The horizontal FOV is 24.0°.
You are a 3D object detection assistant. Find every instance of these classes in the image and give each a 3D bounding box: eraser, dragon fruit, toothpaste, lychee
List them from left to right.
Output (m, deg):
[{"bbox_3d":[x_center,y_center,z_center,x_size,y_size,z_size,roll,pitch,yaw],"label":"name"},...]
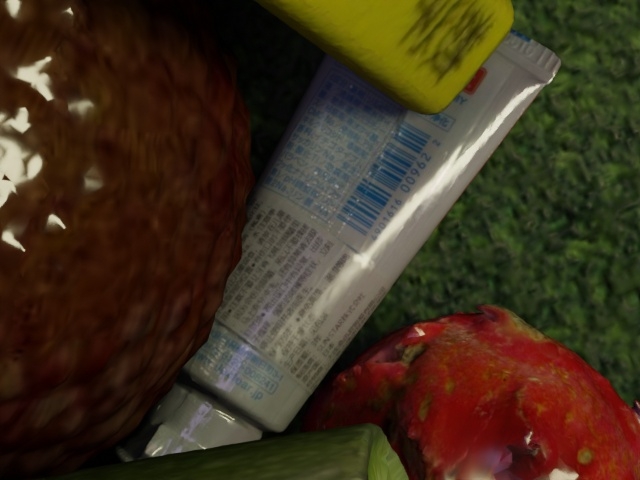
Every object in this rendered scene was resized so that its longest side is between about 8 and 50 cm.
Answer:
[{"bbox_3d":[-0.155,-0.026,0.529,0.261,0.260,0.260,0,91,7],"label":"lychee"},{"bbox_3d":[-0.023,-0.126,0.516,0.158,0.226,0.069,39,97,17],"label":"eraser"},{"bbox_3d":[0.000,0.000,0.610,0.089,0.057,0.234,32,87,7],"label":"toothpaste"},{"bbox_3d":[0.062,0.103,0.574,0.153,0.111,0.153,0,94,5],"label":"dragon fruit"}]

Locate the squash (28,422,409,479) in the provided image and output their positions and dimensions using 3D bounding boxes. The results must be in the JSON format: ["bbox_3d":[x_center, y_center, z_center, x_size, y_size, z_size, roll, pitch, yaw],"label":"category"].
[{"bbox_3d":[-0.138,0.211,0.423,0.384,0.263,0.263,-13,89,7],"label":"squash"}]
